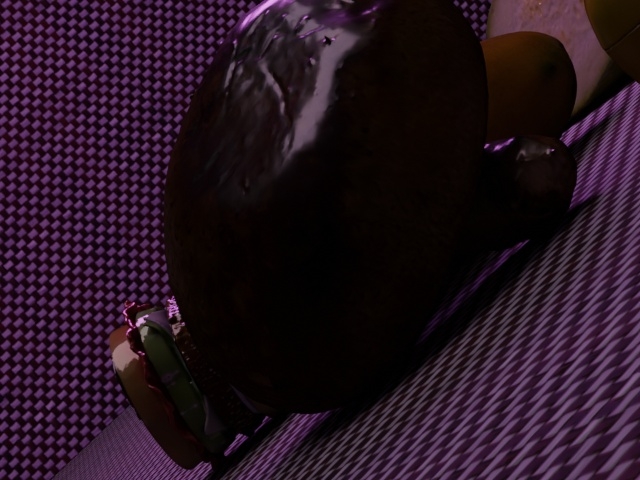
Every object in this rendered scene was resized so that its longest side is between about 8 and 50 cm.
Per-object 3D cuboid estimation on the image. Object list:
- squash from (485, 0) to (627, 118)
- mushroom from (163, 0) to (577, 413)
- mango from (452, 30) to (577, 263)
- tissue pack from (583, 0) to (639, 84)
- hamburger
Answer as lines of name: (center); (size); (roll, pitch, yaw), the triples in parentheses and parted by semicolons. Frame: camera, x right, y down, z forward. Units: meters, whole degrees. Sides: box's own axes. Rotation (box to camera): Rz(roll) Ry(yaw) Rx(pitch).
squash: (0.242, -0.230, 1.883); (0.260, 0.189, 0.189); (-36, 5, 20)
mushroom: (0.000, -0.049, 1.464); (0.345, 0.239, 0.345); (-30, 29, 19)
mango: (0.106, -0.080, 1.707); (0.317, 0.173, 0.211); (-36, 0, -36)
tissue pack: (0.293, -0.211, 1.527); (0.178, 0.127, 0.123); (-42, 5, 16)
hamburger: (-0.097, 0.112, 1.717); (0.137, 0.175, 0.175); (-30, 5, 9)
